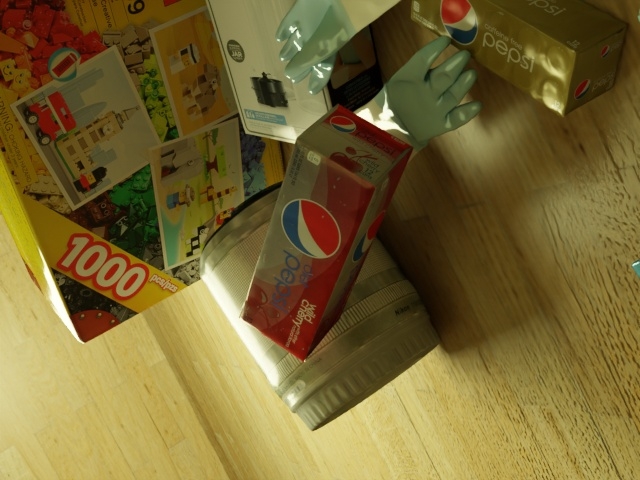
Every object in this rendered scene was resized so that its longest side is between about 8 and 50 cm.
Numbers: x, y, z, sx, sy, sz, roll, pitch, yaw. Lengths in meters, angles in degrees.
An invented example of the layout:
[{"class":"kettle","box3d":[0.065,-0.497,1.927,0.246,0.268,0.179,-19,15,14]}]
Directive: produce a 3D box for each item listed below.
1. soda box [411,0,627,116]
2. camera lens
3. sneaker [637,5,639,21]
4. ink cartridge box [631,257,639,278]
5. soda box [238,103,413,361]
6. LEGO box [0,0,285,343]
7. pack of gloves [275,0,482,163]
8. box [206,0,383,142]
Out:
[{"class":"soda box","box3d":[0.153,-0.177,0.700,0.181,0.058,0.061,43,152,35]},{"class":"camera lens","box3d":[-0.006,0.072,1.105,0.274,0.219,0.219,55,156,13]},{"class":"sneaker","box3d":[0.264,-0.150,0.469,0.092,0.087,0.228,57,159,3]},{"class":"ink cartridge box","box3d":[0.307,0.047,0.647,0.123,0.052,0.088,59,157,7]},{"class":"soda box","box3d":[0.000,0.000,0.878,0.092,0.083,0.263,32,135,11]},{"class":"LEGO box","box3d":[-0.266,-0.168,1.172,0.193,0.372,0.500,38,149,41]},{"class":"pack of gloves","box3d":[0.035,-0.153,0.799,0.195,0.046,0.232,54,152,1]},{"class":"box","box3d":[-0.038,-0.252,0.934,0.169,0.087,0.290,18,133,42]}]
